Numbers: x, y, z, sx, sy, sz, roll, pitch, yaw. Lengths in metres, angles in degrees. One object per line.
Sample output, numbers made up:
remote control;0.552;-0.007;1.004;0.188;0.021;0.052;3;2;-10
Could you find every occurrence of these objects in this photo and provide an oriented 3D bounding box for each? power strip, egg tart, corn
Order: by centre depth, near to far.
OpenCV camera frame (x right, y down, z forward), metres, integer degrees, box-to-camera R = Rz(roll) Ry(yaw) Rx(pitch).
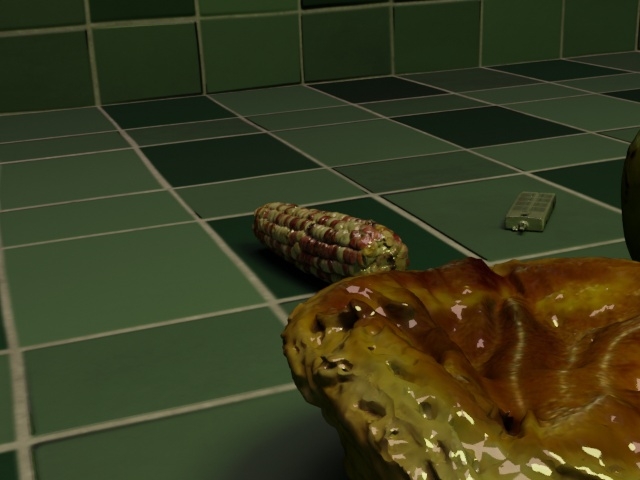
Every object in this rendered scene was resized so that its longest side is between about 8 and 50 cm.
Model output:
egg tart;0.146;0.102;0.543;0.340;0.153;0.351;-10;20;-24
corn;0.000;0.000;0.985;0.080;0.079;0.237;-15;22;-32
power strip;0.265;-0.036;1.146;0.051;0.019;0.136;7;21;21

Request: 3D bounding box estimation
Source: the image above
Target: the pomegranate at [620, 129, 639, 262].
pomegranate;0.420;0.000;0.759;0.310;0.216;0.359;3;-12;36
